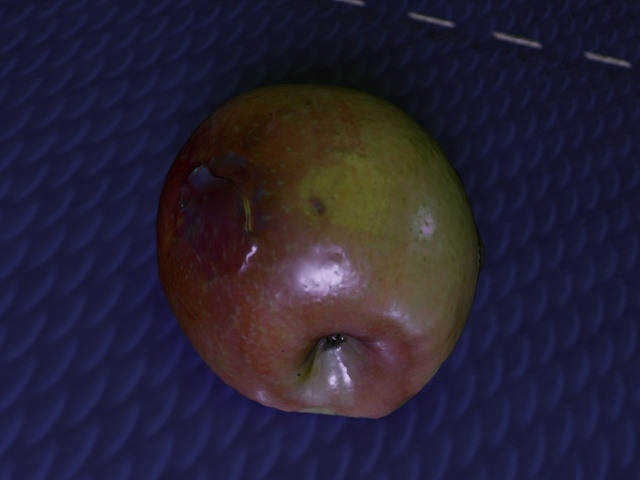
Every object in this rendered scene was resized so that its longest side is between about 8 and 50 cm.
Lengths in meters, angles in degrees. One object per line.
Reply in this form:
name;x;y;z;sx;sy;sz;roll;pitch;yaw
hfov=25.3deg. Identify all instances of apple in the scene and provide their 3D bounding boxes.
apple;0.000;0.000;0.907;0.207;0.174;0.188;-10;40;-10
